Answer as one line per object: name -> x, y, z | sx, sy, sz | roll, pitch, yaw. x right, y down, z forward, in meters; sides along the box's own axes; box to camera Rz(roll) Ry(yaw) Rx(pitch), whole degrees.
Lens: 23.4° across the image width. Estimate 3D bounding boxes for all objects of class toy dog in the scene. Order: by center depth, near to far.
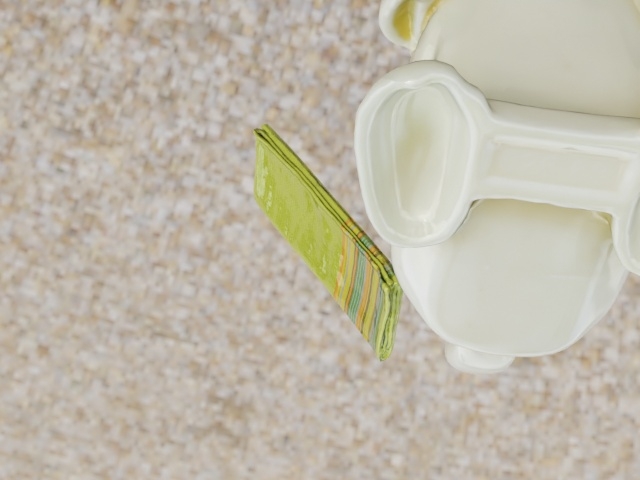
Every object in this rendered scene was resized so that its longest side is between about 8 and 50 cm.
toy dog -> 0.182, -0.127, 1.282 | 0.284, 0.408, 0.395 | 0, 134, 4

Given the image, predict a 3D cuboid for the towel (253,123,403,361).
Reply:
towel -> 0.000, 0.000, 1.407 | 0.021, 0.237, 0.102 | -19, 139, -26
